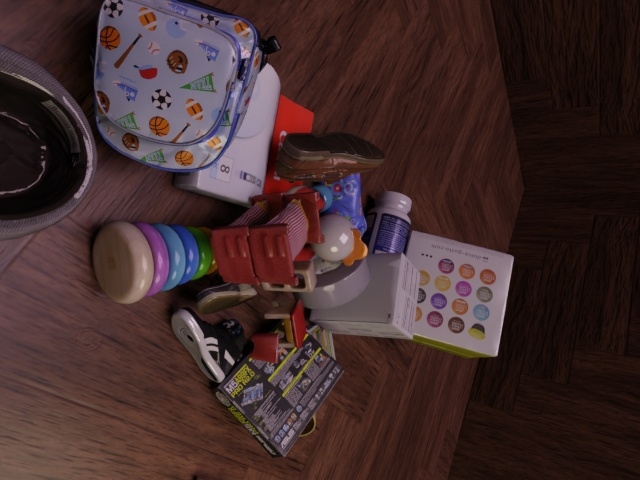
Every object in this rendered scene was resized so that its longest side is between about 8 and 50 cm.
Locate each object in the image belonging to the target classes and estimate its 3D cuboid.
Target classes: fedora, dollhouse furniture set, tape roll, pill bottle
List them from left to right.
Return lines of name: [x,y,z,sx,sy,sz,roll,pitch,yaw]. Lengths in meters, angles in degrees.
fedora: [-0.444,-0.124,0.525,0.275,0.124,0.244,-7,103,-60]
dollhouse furniture set: [-0.076,0.101,0.847,0.201,0.152,0.374,-59,145,-59]
tape roll: [0.019,0.081,1.077,0.219,0.219,0.072,-47,130,-38]
pill bottle: [0.216,-0.021,1.372,0.153,0.153,0.265,32,70,-50]

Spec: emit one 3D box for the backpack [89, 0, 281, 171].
backpack: [-0.232,-0.246,0.661,0.213,0.276,0.263,-85,-166,-62]

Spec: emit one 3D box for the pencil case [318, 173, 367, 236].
pencil case: [0.063,-0.143,1.179,0.119,0.133,0.306,-54,140,-69]

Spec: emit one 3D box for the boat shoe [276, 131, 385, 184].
boat shoe: [0.025,-0.202,1.029,0.307,0.111,0.104,-3,137,-34]

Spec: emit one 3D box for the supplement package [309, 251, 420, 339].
supplement package: [0.129,0.158,1.176,0.145,0.261,0.204,41,54,-47]

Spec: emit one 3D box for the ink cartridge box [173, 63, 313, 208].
ink cartridge box: [-0.129,-0.227,0.950,0.385,0.091,0.308,13,85,-51]

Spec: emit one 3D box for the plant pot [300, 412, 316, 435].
plant pot: [-0.069,0.443,1.103,0.095,0.134,0.134,-67,146,-59]

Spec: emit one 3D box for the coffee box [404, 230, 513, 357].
coffee box: [0.424,0.204,1.433,0.338,0.337,0.334,75,31,-73]

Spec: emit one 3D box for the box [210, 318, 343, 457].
box: [-0.094,0.341,1.002,0.216,0.060,0.270,46,48,0]

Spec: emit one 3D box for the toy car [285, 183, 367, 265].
toy car: [0.000,0.000,0.990,0.219,0.238,0.210,-28,140,-51]

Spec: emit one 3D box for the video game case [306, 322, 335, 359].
video game case: [-0.024,0.358,1.220,0.193,0.023,0.212,-28,115,-47]

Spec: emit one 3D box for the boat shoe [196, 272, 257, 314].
boat shoe: [-0.206,0.105,0.871,0.073,0.080,0.223,61,9,10]

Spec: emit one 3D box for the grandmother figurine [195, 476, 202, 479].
grandmother figurine: [-0.313,0.695,0.840,0.208,0.104,0.342,47,57,-12]

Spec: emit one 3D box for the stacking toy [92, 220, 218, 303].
stacking toy: [-0.253,0.019,0.804,0.330,0.141,0.141,-13,105,-57]

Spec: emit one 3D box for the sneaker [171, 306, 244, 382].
sneaker: [-0.234,0.196,0.890,0.121,0.079,0.217,-51,140,-40]
